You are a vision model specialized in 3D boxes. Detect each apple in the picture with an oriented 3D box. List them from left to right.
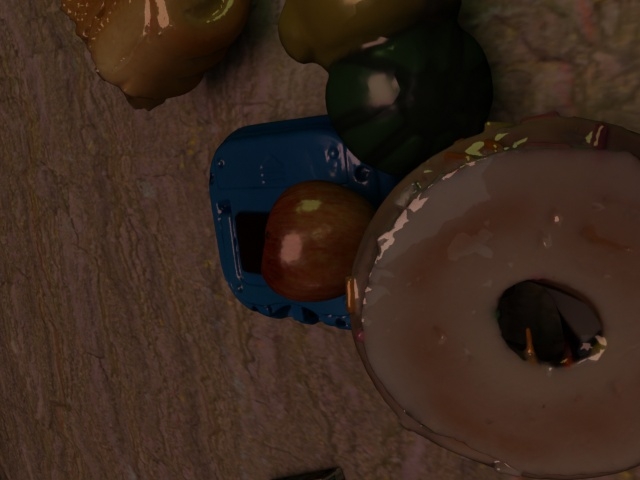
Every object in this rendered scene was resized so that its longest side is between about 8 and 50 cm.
[{"bbox_3d":[0.000,0.000,0.635,0.131,0.146,0.146,9,113,-4],"label":"apple"}]

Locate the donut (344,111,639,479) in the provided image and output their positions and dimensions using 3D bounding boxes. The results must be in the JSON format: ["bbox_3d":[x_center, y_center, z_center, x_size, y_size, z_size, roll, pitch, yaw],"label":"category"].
[{"bbox_3d":[0.219,0.060,0.547,0.383,0.142,0.382,4,109,12],"label":"donut"}]

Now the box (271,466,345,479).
[{"bbox_3d":[-0.043,0.452,0.985,0.207,0.050,0.041,-31,78,39],"label":"box"}]

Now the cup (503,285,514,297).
[{"bbox_3d":[0.217,0.015,0.658,0.074,0.102,0.099,-132,39,-69],"label":"cup"}]

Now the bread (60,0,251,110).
[{"bbox_3d":[-0.244,-0.395,0.830,0.270,0.211,0.315,-34,87,31],"label":"bread"}]

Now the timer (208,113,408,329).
[{"bbox_3d":[-0.026,-0.024,0.806,0.340,0.115,0.309,3,106,37],"label":"timer"}]

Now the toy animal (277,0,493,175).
[{"bbox_3d":[0.069,-0.238,0.596,0.191,0.216,0.338,-166,53,-82],"label":"toy animal"}]
